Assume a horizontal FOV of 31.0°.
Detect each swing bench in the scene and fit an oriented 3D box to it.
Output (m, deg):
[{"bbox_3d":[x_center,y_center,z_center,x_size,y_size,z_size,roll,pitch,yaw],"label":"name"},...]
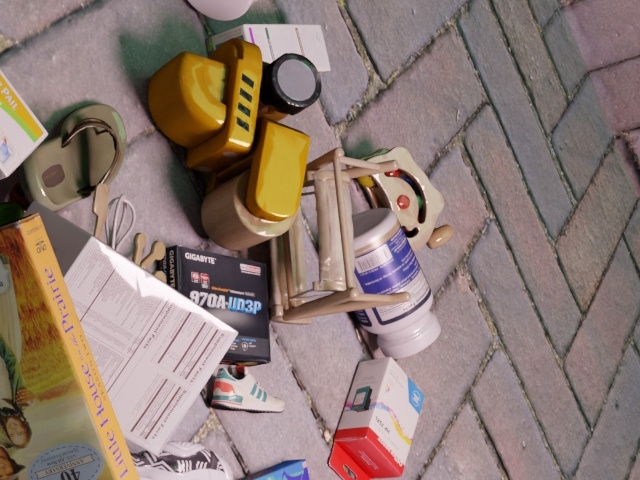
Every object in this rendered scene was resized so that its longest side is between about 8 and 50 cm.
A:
[{"bbox_3d":[0.000,0.000,1.979,0.165,0.255,0.253,8,73,-48],"label":"swing bench"}]

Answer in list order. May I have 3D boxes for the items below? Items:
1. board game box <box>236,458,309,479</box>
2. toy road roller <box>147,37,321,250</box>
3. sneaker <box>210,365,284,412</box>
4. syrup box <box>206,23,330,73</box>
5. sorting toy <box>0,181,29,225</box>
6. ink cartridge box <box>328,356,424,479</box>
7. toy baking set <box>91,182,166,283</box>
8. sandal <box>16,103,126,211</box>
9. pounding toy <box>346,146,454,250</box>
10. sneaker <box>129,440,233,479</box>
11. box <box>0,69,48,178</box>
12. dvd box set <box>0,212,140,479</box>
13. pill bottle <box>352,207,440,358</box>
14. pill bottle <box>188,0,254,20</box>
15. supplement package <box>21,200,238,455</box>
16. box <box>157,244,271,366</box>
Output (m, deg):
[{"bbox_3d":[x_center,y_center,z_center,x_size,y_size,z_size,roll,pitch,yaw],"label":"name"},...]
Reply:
[{"bbox_3d":[-0.087,0.460,1.883,0.210,0.047,0.160,-9,88,-54],"label":"board game box"},{"bbox_3d":[-0.159,-0.167,1.865,0.240,0.202,0.329,15,72,-27],"label":"toy road roller"},{"bbox_3d":[-0.115,0.246,1.905,0.161,0.057,0.075,15,73,-48],"label":"sneaker"},{"bbox_3d":[-0.092,-0.337,2.093,0.237,0.093,0.096,-13,90,-54],"label":"syrup box"},{"bbox_3d":[-0.415,-0.038,1.602,0.042,0.061,0.102,90,25,-49],"label":"sorting toy"},{"bbox_3d":[0.106,0.351,2.155,0.134,0.078,0.231,50,44,-33],"label":"ink cartridge box"},{"bbox_3d":[-0.302,0.044,1.698,0.256,0.030,0.197,62,39,-46],"label":"toy baking set"},{"bbox_3d":[-0.336,-0.119,1.663,0.120,0.086,0.303,64,19,-17],"label":"sandal"},{"bbox_3d":[0.145,-0.063,2.351,0.154,0.155,0.269,-45,109,-18],"label":"pounding toy"},{"bbox_3d":[-0.259,0.384,1.568,0.366,0.137,0.210,20,49,-44],"label":"sneaker"},{"bbox_3d":[-0.475,-0.178,1.503,0.203,0.114,0.103,57,40,-24],"label":"box"},{"bbox_3d":[-0.393,0.211,1.331,0.062,0.308,0.420,-48,121,-74],"label":"dvd box set"},{"bbox_3d":[0.123,0.084,2.200,0.153,0.153,0.264,-48,118,-49],"label":"pill bottle"},{"bbox_3d":[-0.132,-0.521,2.041,0.160,0.160,0.283,55,41,-27],"label":"pill bottle"},{"bbox_3d":[-0.294,0.114,1.511,0.263,0.199,0.198,38,82,-36],"label":"supplement package"},{"bbox_3d":[-0.171,0.111,1.877,0.220,0.051,0.175,15,67,-51],"label":"box"}]
